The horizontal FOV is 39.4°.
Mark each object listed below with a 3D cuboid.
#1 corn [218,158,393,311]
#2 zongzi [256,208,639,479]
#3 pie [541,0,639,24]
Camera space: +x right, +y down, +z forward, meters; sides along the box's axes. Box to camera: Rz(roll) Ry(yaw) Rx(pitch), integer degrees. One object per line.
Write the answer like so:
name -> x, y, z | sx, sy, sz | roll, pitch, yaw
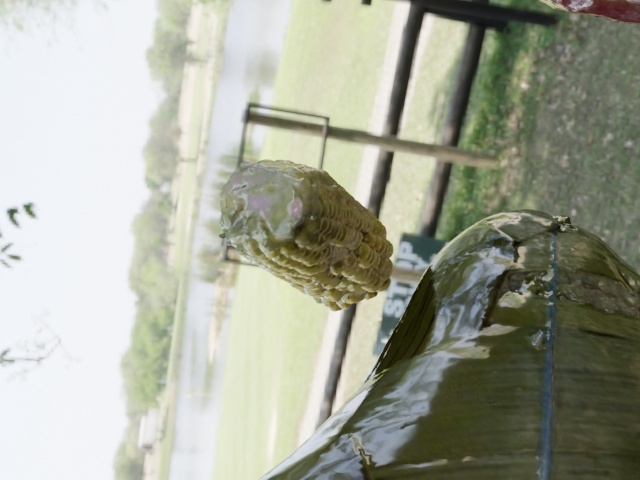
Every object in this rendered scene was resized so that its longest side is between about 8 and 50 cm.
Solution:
corn -> 0.000, 0.000, 0.644 | 0.288, 0.086, 0.087 | 36, -121, -74
zongzi -> 0.026, 0.104, 0.457 | 0.160, 0.360, 0.323 | 115, 159, -44
pie -> 0.142, -0.132, 0.354 | 0.036, 0.154, 0.155 | 76, -171, -45
